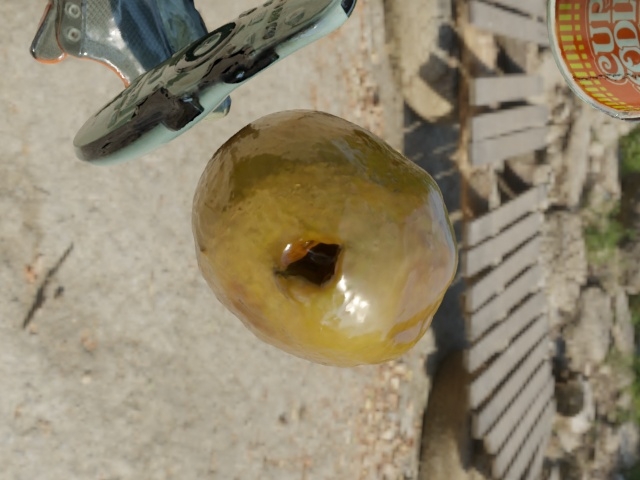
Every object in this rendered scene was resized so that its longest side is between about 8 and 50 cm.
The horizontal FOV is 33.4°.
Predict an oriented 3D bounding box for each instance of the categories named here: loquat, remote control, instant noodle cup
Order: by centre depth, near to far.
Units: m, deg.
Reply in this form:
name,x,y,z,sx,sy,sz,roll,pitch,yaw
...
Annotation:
name,x,y,z,sx,sy,sz,roll,pitch,yaw
remote control,-0.077,-0.113,0.737,0.045,0.256,0.097,48,37,-25
instant noodle cup,0.309,-0.174,0.799,0.193,0.212,0.193,-5,102,-22
loquat,0.000,0.000,0.866,0.193,0.238,0.238,-62,161,16

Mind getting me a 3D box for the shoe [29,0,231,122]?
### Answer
name,x,y,z,sx,sy,sz,roll,pitch,yaw
shoe,-0.225,-0.247,1.070,0.336,0.171,0.132,68,-10,-24
